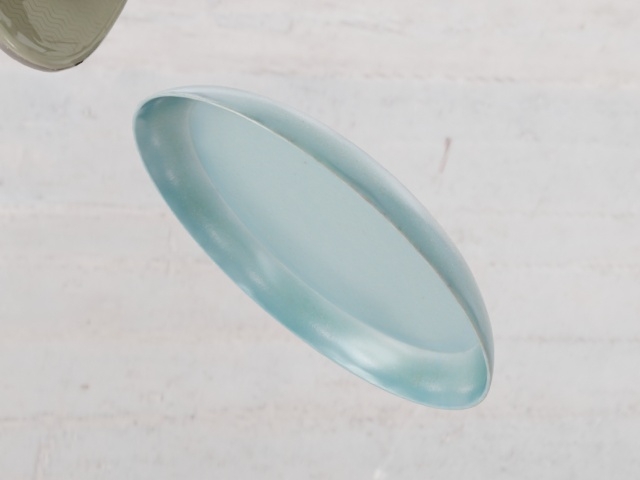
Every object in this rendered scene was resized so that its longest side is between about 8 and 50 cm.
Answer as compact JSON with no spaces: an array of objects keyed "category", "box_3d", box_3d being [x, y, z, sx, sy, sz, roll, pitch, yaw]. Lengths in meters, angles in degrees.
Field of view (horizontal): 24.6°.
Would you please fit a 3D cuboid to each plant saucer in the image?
[{"category":"plant saucer","box_3d":[0.000,0.000,1.041,0.318,0.317,0.043,35,69,14]}]

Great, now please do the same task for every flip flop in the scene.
[{"category":"flip flop","box_3d":[-0.121,-0.232,0.883,0.112,0.080,0.277,33,84,-21]}]
